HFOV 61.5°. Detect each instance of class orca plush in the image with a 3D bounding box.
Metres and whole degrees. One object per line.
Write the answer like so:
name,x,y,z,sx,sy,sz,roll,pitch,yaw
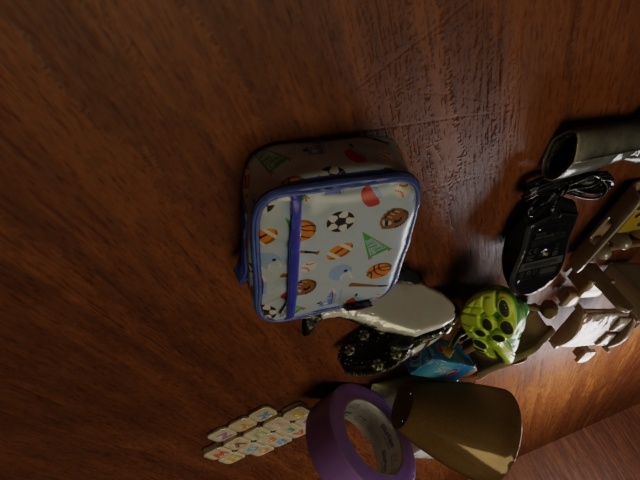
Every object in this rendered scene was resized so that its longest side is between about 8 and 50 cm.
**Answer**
orca plush,0.097,0.133,0.988,0.287,0.151,0.102,-12,173,-20

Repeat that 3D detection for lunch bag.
lunch bag,0.000,0.000,0.759,0.243,0.115,0.303,-10,141,-14

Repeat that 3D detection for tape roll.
tape roll,0.096,0.479,1.267,0.274,0.275,0.090,19,127,-43

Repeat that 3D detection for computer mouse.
computer mouse,0.411,-0.018,1.004,0.188,0.072,0.272,-8,129,-17

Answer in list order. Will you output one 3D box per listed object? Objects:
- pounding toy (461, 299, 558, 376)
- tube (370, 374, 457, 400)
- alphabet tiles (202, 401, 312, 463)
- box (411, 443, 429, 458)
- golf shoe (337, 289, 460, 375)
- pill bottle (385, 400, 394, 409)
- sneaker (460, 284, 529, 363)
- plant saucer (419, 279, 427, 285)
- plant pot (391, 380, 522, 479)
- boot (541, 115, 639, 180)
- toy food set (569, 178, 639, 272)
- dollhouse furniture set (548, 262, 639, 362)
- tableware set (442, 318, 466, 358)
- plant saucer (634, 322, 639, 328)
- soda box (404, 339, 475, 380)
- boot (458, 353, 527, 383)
pounding toy,0.444,0.196,1.280,0.269,0.155,0.154,-37,171,33
tube,0.240,0.378,1.410,0.240,0.070,0.062,-8,-176,-15
alphabet tiles,-0.147,0.490,1.363,0.284,0.021,0.278,-28,144,5
box,0.474,0.675,1.905,0.322,0.059,0.232,-39,141,21
golf shoe,0.170,0.211,1.124,0.272,0.105,0.120,-28,151,6
pill bottle,0.208,0.497,1.491,0.108,0.108,0.194,-16,143,-10
sneaker,0.353,0.150,1.083,0.124,0.109,0.295,-63,152,-19
plant saucer,0.170,0.103,1.059,0.083,0.013,0.084,-14,142,-11
plant pot,0.313,0.444,1.322,0.254,0.237,0.237,20,131,-9
boot,0.472,-0.176,0.842,0.208,0.076,0.190,-3,137,-16
toy food set,0.698,-0.026,1.122,0.305,0.092,0.220,-7,141,-22
dollhouse furniture set,0.692,0.242,1.335,0.303,0.174,0.356,3,130,-24
tableware set,0.307,0.181,1.146,0.154,0.024,0.104,-58,160,0
plant saucer,0.921,0.249,1.639,0.168,0.029,0.169,-14,142,-12
soda box,0.287,0.289,1.309,0.210,0.067,0.071,21,125,-43
boot,0.450,0.344,1.468,0.197,0.073,0.152,-4,140,-6
